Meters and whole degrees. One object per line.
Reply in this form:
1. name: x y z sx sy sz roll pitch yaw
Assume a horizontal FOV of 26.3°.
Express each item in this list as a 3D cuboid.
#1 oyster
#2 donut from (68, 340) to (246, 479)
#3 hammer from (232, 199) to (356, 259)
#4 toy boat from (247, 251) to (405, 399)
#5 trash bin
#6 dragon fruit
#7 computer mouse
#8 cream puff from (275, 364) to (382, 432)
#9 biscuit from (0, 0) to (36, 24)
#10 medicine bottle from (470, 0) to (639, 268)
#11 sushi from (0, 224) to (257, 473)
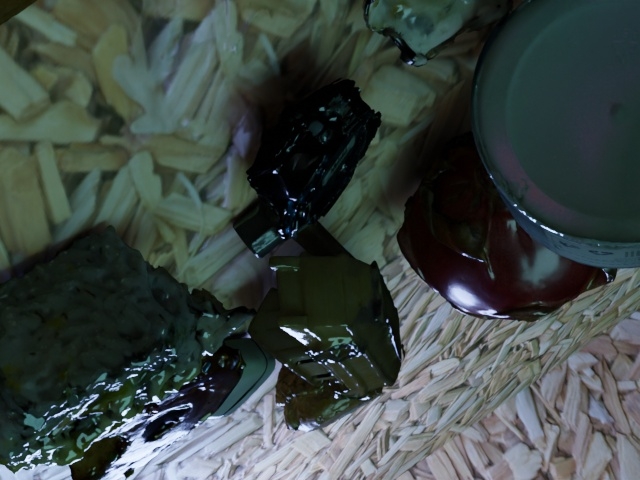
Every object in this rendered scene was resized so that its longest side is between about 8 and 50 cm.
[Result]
1. oyster: 0.119 -0.242 1.098 0.214 0.083 0.223 -30 157 -31
2. donut: -0.189 0.163 1.477 0.216 0.096 0.230 -32 161 -22
3. hammer: 0.000 0.000 1.531 0.111 0.043 0.365 -39 163 2
4. toy boat: 0.005 0.095 1.578 0.162 0.135 0.445 -8 166 5
5. trash bin: -0.131 0.169 1.650 0.116 0.059 0.130 -46 158 20
6. dragon fruit: 0.216 -0.016 1.565 0.250 0.250 0.315 -29 175 -23
7. computer mouse: -0.014 -0.079 1.232 0.146 0.078 0.241 -55 173 -12
8. cream puff: 0.008 0.187 1.854 0.150 0.115 0.165 -32 171 6
9. biscuit: -0.225 -0.169 0.711 0.257 0.049 0.273 -39 160 5
10. medicine bottle: 0.270 -0.094 1.256 0.245 0.245 0.290 -39 167 4
11. sushi: -0.208 0.097 1.218 0.274 0.139 0.184 -33 164 -23
